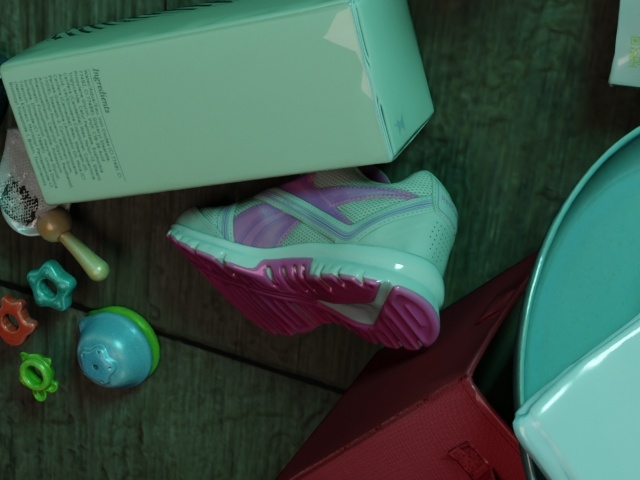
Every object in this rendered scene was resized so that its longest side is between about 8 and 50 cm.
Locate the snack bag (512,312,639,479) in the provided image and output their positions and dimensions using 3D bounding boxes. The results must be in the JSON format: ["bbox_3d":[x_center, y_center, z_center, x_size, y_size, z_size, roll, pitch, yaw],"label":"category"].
[{"bbox_3d":[0.300,0.117,0.728,0.342,0.037,0.323,-34,103,-10],"label":"snack bag"}]

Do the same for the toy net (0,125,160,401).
[{"bbox_3d":[-0.210,0.017,1.086,0.122,0.045,0.232,-3,111,27],"label":"toy net"}]

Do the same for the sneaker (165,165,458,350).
[{"bbox_3d":[0.000,0.000,0.955,0.252,0.111,0.103,8,148,41],"label":"sneaker"}]

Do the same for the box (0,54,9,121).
[{"bbox_3d":[-0.562,-0.031,1.075,0.472,0.297,0.480,32,123,5],"label":"box"}]

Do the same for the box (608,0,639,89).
[{"bbox_3d":[0.329,-0.178,0.743,0.322,0.058,0.232,11,118,21],"label":"box"}]

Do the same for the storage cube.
[{"bbox_3d":[0.117,0.146,0.903,0.183,0.215,0.193,50,129,-5],"label":"storage cube"}]

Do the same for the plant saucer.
[{"bbox_3d":[0.229,0.081,0.789,0.044,0.318,0.317,-7,114,60],"label":"plant saucer"}]

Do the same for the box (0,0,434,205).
[{"bbox_3d":[-0.072,-0.102,0.935,0.275,0.094,0.113,-5,112,25],"label":"box"}]
